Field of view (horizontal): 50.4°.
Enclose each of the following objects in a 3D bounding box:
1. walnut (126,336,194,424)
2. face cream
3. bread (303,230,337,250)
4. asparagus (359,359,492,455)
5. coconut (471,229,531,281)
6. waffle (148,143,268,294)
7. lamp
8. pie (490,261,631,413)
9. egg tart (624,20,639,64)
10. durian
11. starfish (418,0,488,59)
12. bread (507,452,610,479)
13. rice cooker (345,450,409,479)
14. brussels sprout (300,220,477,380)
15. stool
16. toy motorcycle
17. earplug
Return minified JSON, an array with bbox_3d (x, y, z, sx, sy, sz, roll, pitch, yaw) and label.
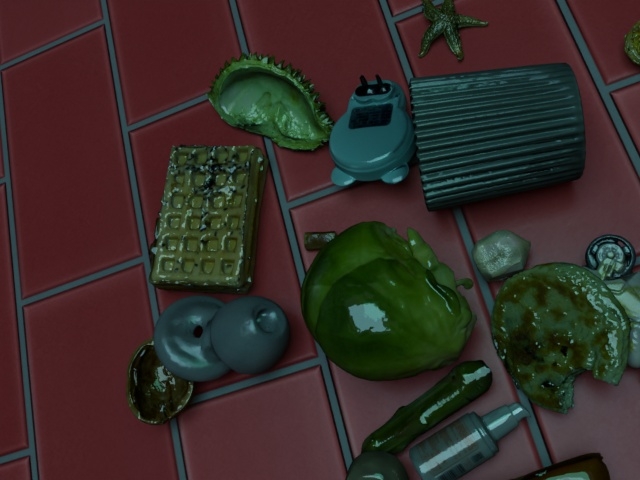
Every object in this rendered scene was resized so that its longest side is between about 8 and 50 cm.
[{"bbox_3d":[-0.375,0.340,1.634,0.167,0.087,0.211,-13,65,6],"label":"walnut"},{"bbox_3d":[0.309,0.406,1.387,0.252,0.101,0.101,-34,67,5],"label":"face cream"},{"bbox_3d":[0.000,0.000,1.646,0.083,0.036,0.046,-3,76,19],"label":"bread"},{"bbox_3d":[0.219,0.366,1.438,0.343,0.085,0.082,-40,91,10],"label":"asparagus"},{"bbox_3d":[0.397,0.033,1.472,0.125,0.110,0.110,-25,67,16],"label":"coconut"},{"bbox_3d":[-0.275,-0.057,1.709,0.261,0.114,0.375,2,74,19],"label":"waffle"},{"bbox_3d":[0.128,-0.259,1.623,0.210,0.147,0.283,-1,78,19],"label":"lamp"},{"bbox_3d":[0.471,0.185,1.366,0.303,0.067,0.302,-3,86,47],"label":"pie"},{"bbox_3d":[0.749,-0.439,1.535,0.129,0.049,0.128,-3,74,11],"label":"egg tart"},{"bbox_3d":[-0.125,-0.358,1.737,0.395,0.163,0.198,30,87,17],"label":"durian"},{"bbox_3d":[0.330,-0.544,1.707,0.176,0.053,0.208,-2,79,7],"label":"starfish"},{"bbox_3d":[0.432,0.594,1.267,0.324,0.143,0.332,-24,68,10],"label":"bread"},{"bbox_3d":[0.114,0.537,1.383,0.145,0.127,0.206,-3,85,15],"label":"rice cooker"},{"bbox_3d":[0.131,0.148,1.440,0.371,0.275,0.314,30,71,17],"label":"brussels sprout"},{"bbox_3d":[0.375,-0.227,1.467,0.330,0.297,0.296,-7,72,11],"label":"stool"},{"bbox_3d":[0.616,0.165,1.360,0.223,0.108,0.340,-41,67,10],"label":"toy motorcycle"},{"bbox_3d":[-0.226,0.214,1.574,0.326,0.175,0.214,-4,57,16],"label":"earplug"}]
